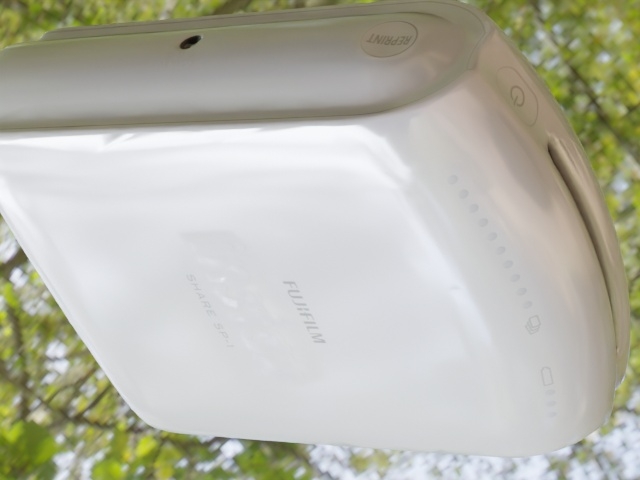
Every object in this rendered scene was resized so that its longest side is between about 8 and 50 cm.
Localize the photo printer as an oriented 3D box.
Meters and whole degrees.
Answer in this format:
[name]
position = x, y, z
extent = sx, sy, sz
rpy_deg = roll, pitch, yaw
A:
[photo printer]
position = 0.000, 0.000, 0.855
extent = 0.107, 0.307, 0.256
rpy_deg = -62, -40, -38
